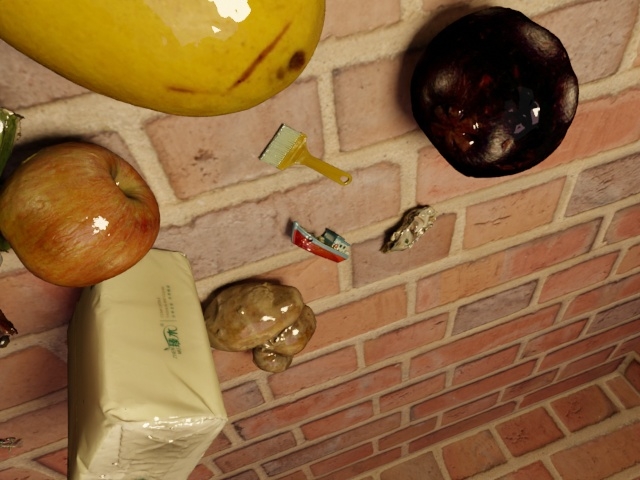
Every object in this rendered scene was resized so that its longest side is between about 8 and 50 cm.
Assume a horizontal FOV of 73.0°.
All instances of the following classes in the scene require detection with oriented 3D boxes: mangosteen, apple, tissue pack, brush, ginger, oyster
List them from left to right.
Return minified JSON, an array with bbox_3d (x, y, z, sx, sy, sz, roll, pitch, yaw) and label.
[{"bbox_3d":[-0.355,-0.037,0.647,0.188,0.211,0.211,-31,136,6],"label":"apple"},{"bbox_3d":[-0.338,0.236,0.798,0.207,0.380,0.297,10,125,-37],"label":"tissue pack"},{"bbox_3d":[-0.123,0.209,1.027,0.245,0.155,0.304,-34,135,6],"label":"ginger"},{"bbox_3d":[-0.013,-0.150,0.839,0.205,0.011,0.083,20,120,-38],"label":"brush"},{"bbox_3d":[0.205,-0.020,1.030,0.165,0.053,0.108,-50,158,13],"label":"oyster"},{"bbox_3d":[0.292,-0.246,0.727,0.288,0.287,0.233,13,135,-33],"label":"mangosteen"}]

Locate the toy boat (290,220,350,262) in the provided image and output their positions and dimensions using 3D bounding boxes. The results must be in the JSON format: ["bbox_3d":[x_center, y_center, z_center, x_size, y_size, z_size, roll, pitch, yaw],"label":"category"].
[{"bbox_3d":[0.000,0.000,0.948,0.173,0.069,0.058,23,98,-40],"label":"toy boat"}]

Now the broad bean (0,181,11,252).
[{"bbox_3d":[-0.522,-0.061,0.676,0.069,0.039,0.226,-2,133,-15],"label":"broad bean"}]

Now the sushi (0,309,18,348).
[{"bbox_3d":[-0.669,0.174,0.759,0.297,0.167,0.179,-31,114,-4],"label":"sushi"}]

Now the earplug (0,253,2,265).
[{"bbox_3d":[-0.626,0.000,0.582,0.326,0.174,0.214,20,159,-24],"label":"earplug"}]

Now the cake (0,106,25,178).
[{"bbox_3d":[-0.502,-0.060,0.542,0.158,0.172,0.283,19,95,-33],"label":"cake"}]

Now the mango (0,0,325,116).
[{"bbox_3d":[-0.208,-0.299,0.462,0.445,0.220,0.301,15,126,-30],"label":"mango"}]

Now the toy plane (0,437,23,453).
[{"bbox_3d":[-0.831,0.526,1.105,0.121,0.031,0.049,18,114,-32],"label":"toy plane"}]
